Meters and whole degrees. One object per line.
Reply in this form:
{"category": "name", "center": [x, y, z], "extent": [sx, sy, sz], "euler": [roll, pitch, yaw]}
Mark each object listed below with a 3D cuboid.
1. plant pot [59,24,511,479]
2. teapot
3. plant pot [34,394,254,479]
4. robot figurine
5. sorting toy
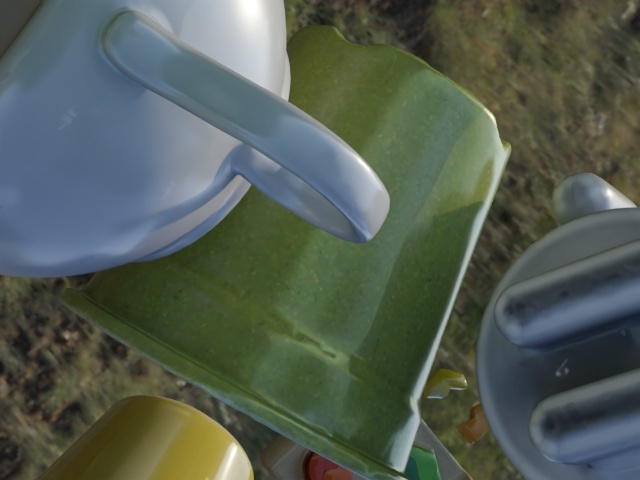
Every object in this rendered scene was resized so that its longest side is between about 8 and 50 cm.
{"category": "plant pot", "center": [0.000, 0.000, 0.736], "extent": [0.254, 0.276, 0.276], "euler": [-61, 161, -8]}
{"category": "teapot", "center": [-0.102, -0.078, 0.524], "extent": [0.252, 0.256, 0.187], "euler": [-29, 135, 27]}
{"category": "plant pot", "center": [-0.178, 0.282, 0.940], "extent": [0.239, 0.254, 0.254], "euler": [-60, 175, -45]}
{"category": "robot figurine", "center": [0.236, 0.096, 0.728], "extent": [0.199, 0.300, 0.353], "euler": [-18, 161, 23]}
{"category": "sorting toy", "center": [0.099, 0.274, 1.379], "extent": [0.307, 0.229, 0.041], "euler": [-40, 176, -25]}
